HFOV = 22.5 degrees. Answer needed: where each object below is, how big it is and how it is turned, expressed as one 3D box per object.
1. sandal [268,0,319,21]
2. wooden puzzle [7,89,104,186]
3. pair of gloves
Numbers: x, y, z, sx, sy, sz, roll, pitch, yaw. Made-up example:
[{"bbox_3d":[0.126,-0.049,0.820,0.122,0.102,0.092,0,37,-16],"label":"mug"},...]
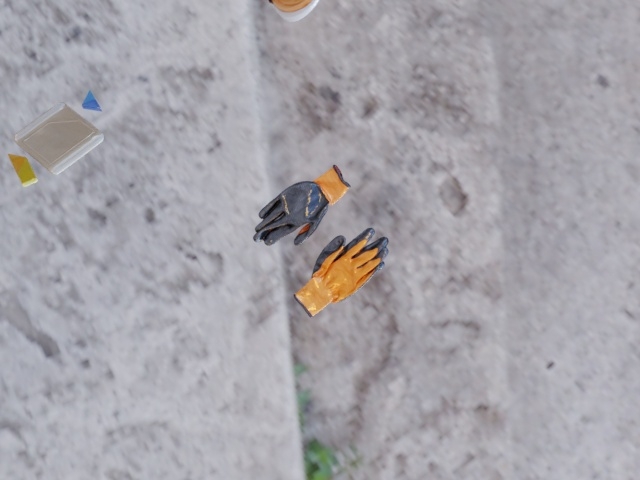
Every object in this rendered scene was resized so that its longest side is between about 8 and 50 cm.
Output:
[{"bbox_3d":[-0.052,-0.320,1.598,0.076,0.265,0.102,21,125,-35],"label":"sandal"},{"bbox_3d":[-0.265,-0.102,1.629,0.116,0.078,0.014,-33,145,-15],"label":"wooden puzzle"},{"bbox_3d":[0.000,0.000,1.056,0.074,0.010,0.083,-36,80,12],"label":"pair of gloves"}]
